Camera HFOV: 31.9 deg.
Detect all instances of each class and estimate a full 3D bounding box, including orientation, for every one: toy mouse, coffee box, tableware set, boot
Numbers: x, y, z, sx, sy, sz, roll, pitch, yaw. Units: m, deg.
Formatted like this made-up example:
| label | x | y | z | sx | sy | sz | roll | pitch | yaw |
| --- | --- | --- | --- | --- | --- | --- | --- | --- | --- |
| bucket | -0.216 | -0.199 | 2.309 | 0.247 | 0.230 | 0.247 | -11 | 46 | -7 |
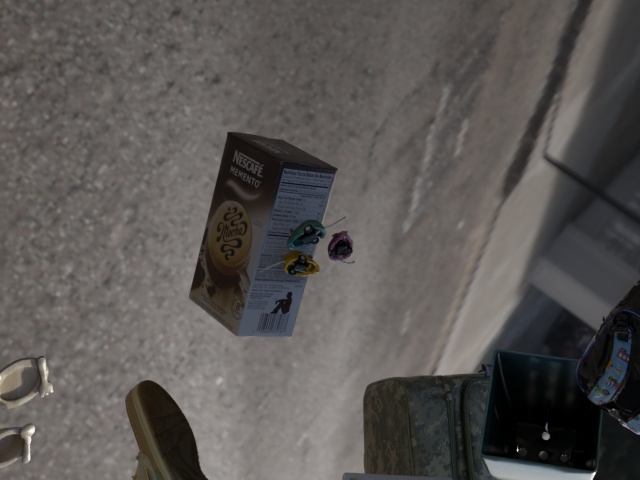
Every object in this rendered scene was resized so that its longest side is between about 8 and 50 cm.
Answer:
| label | x | y | z | sx | sy | sz | roll | pitch | yaw |
| --- | --- | --- | --- | --- | --- | --- | --- | --- | --- |
| toy mouse | 0.000 | 0.000 | 1.732 | 0.161 | 0.031 | 0.143 | 7 | 135 | -31 |
| coffee box | -0.099 | -0.010 | 1.836 | 0.119 | 0.168 | 0.297 | 4 | 107 | -38 |
| tableware set | -0.339 | 0.182 | 1.094 | 0.169 | 0.020 | 0.141 | -14 | 135 | -40 |
| boot | -0.265 | 0.349 | 1.611 | 0.203 | 0.262 | 0.095 | -25 | 179 | 26 |

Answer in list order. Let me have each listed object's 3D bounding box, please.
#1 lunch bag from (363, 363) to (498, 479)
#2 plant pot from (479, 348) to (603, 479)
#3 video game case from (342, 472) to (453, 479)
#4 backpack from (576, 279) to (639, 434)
| label | x | y | z | sx | sy | sz | roll | pitch | yaw |
| --- | --- | --- | --- | --- | --- | --- | --- | --- | --- |
| lunch bag | 0.230 | 0.386 | 2.056 | 0.256 | 0.305 | 0.212 | 3 | 165 | -24 |
| plant pot | 0.338 | 0.294 | 1.704 | 0.234 | 0.166 | 0.165 | 71 | 29 | -61 |
| video game case | 0.121 | 0.438 | 1.662 | 0.022 | 0.173 | 0.190 | 105 | -14 | -52 |
| backpack | 0.395 | 0.144 | 1.324 | 0.117 | 0.158 | 0.173 | -46 | 165 | -39 |
